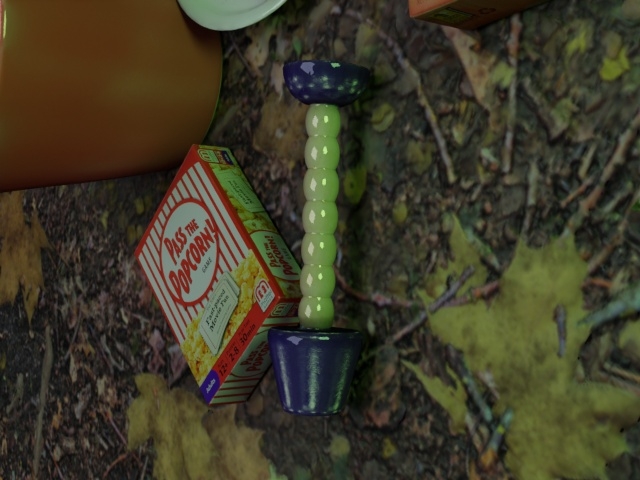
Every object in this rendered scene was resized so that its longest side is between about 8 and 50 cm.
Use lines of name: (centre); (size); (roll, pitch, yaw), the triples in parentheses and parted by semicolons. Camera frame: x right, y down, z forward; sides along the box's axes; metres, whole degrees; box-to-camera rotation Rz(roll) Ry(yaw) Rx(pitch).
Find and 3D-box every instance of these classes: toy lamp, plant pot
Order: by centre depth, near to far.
toy lamp: (0.000, 0.000, 0.824); (0.080, 0.080, 0.275); (3, 89, 50)
plant pot: (-0.246, -0.170, 0.987); (0.275, 0.243, 0.275); (-1, 88, 49)

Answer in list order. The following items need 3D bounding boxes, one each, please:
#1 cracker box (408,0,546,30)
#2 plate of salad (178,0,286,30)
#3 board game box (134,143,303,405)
cracker box: (0.125, -0.276, 0.689); (0.155, 0.067, 0.232); (-12, 79, 48)
plate of salad: (-0.070, -0.284, 0.909); (0.199, 0.048, 0.200); (-10, 73, 36)
board game box: (-0.094, 0.030, 0.954); (0.147, 0.045, 0.193); (-57, 49, 32)
